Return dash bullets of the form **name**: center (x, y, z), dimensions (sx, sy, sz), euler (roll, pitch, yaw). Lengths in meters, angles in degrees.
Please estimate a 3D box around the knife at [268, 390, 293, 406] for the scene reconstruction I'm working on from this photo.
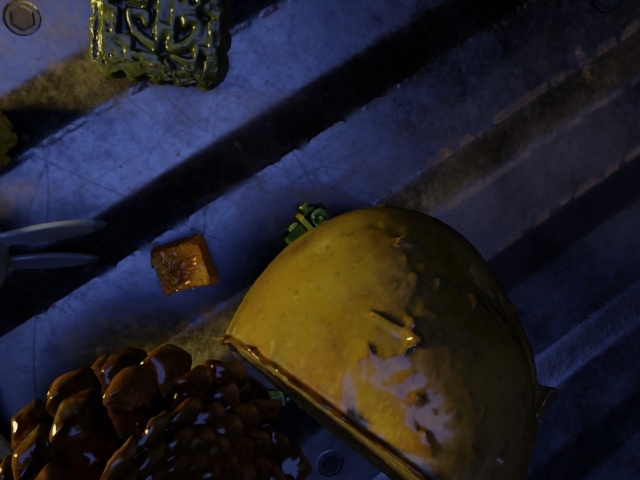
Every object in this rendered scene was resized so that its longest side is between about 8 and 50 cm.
- **knife**: center (-0.097, 0.240, 0.946), dimensions (0.212, 0.015, 0.054), euler (-10, 100, -13)

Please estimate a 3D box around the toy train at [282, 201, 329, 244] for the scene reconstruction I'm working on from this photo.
- **toy train**: center (0.000, 0.000, 0.922), dimensions (0.081, 0.050, 0.122), euler (-43, 108, 2)

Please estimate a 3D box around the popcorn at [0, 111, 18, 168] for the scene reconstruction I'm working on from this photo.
- **popcorn**: center (-0.444, -0.123, 0.753), dimensions (0.121, 0.106, 0.116), euler (5, 87, -16)

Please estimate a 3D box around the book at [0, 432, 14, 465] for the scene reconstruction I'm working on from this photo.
- **book**: center (-0.514, 0.301, 0.815), dimensions (0.182, 0.014, 0.127), euler (-19, 131, -12)

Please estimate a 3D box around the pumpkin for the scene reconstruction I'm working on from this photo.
- **pumpkin**: center (-0.193, 0.034, 0.871), dimensions (0.083, 0.054, 0.074), euler (-15, 99, 9)

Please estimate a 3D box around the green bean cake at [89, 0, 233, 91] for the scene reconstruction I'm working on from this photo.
- **green bean cake**: center (-0.207, -0.299, 0.803), dimensions (0.184, 0.094, 0.184), euler (4, 102, -17)

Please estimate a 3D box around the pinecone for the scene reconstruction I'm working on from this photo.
- **pinecone**: center (-0.232, 0.302, 0.757), dimensions (0.385, 0.384, 0.383), euler (-2, 99, -15)

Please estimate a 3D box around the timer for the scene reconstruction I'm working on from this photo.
- **timer**: center (-0.422, -0.001, 0.753), dimensions (0.256, 0.175, 0.175), euler (-32, 106, -32)

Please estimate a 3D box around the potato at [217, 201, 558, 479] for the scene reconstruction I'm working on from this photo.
- **potato**: center (0.123, 0.136, 0.796), dimensions (0.319, 0.386, 0.442), euler (-55, 137, -15)
